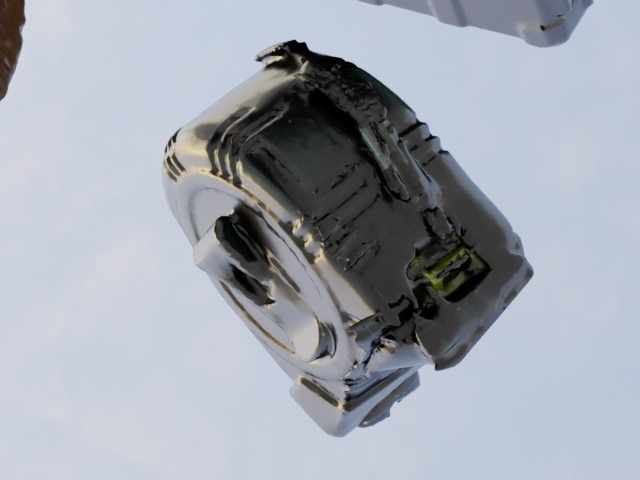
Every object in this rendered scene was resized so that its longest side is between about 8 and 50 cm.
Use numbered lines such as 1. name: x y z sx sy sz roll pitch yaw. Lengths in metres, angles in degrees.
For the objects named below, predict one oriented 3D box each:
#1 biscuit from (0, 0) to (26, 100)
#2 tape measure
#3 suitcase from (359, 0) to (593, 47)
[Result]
1. biscuit: -0.194 -0.142 0.633 0.049 0.273 0.257 -15 -136 17
2. tape measure: 0.000 0.000 0.876 0.112 0.199 0.186 -36 -97 -25
3. suitcase: 0.027 -0.207 0.875 0.206 0.285 0.066 19 -106 24
